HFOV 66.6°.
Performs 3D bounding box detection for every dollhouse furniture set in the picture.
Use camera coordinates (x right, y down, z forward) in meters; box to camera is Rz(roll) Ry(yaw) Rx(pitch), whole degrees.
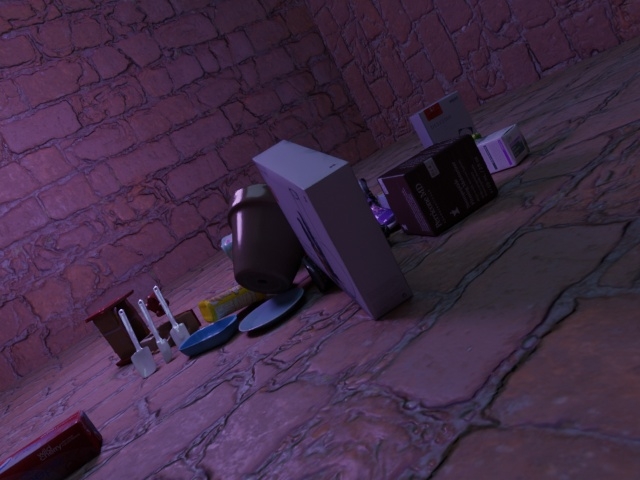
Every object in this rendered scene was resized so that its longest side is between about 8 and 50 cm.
[{"bbox_3d":[-0.564,0.252,1.599,0.374,0.201,0.152,-25,11,27],"label":"dollhouse furniture set"}]

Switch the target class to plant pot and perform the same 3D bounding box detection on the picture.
[{"bbox_3d":[-0.141,0.012,1.308,0.263,0.263,0.229,-21,50,41],"label":"plant pot"}]

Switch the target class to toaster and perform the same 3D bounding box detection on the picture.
[{"bbox_3d":[0.128,-0.135,1.770,0.146,0.129,0.227,-32,12,9],"label":"toaster"}]

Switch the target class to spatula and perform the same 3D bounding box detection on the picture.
[{"bbox_3d":[-0.485,0.255,1.401,0.168,0.242,0.019,-34,-28,-9],"label":"spatula"}]

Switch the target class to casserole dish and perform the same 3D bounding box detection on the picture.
[{"bbox_3d":[-0.291,0.256,1.294,0.188,0.037,0.114,-26,11,23],"label":"casserole dish"}]

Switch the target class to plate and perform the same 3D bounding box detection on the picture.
[{"bbox_3d":[-0.118,0.179,1.221,0.188,0.024,0.188,-29,11,6],"label":"plate"}]

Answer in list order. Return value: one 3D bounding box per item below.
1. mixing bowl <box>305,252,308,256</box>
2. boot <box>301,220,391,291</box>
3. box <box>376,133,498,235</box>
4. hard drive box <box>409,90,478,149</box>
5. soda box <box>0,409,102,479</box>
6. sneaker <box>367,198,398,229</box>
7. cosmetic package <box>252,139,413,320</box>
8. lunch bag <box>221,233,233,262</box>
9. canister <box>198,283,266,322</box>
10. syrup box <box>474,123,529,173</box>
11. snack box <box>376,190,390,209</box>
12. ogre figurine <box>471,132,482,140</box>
[{"bbox_3d":[0.000,0.000,1.540,0.181,0.098,0.181,-29,9,5],"label":"mixing bowl"},{"bbox_3d":[0.075,0.022,1.253,0.229,0.091,0.263,-29,8,7],"label":"boot"},{"bbox_3d":[0.284,-0.134,1.202,0.203,0.168,0.167,-32,11,-12],"label":"box"},{"bbox_3d":[0.469,-0.405,1.815,0.181,0.232,0.089,-32,10,-7],"label":"hard drive box"},{"bbox_3d":[-0.581,0.462,0.975,0.263,0.083,0.092,-34,11,-18],"label":"soda box"},{"bbox_3d":[0.159,-0.076,1.455,0.095,0.105,0.236,-32,12,-19],"label":"sneaker"},{"bbox_3d":[0.007,-0.042,0.980,0.097,0.284,0.377,-31,24,-9],"label":"cosmetic package"},{"bbox_3d":[-0.204,0.009,1.646,0.223,0.160,0.262,-32,-23,-3],"label":"lunch bag"},{"bbox_3d":[-0.256,0.172,1.409,0.170,0.073,0.126,-25,2,-29],"label":"canister"},{"bbox_3d":[0.469,-0.243,1.420,0.093,0.096,0.237,-39,14,-34],"label":"syrup box"},{"bbox_3d":[0.301,-0.168,1.598,0.207,0.070,0.174,-29,11,0],"label":"snack box"},{"bbox_3d":[0.526,-0.296,1.551,0.118,0.097,0.197,-15,17,-33],"label":"ogre figurine"}]
